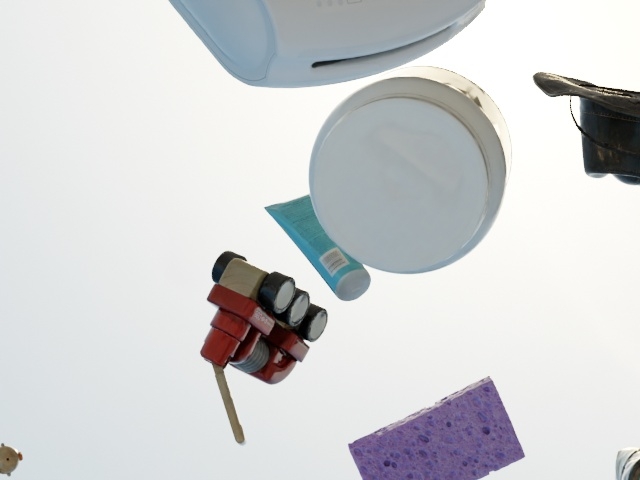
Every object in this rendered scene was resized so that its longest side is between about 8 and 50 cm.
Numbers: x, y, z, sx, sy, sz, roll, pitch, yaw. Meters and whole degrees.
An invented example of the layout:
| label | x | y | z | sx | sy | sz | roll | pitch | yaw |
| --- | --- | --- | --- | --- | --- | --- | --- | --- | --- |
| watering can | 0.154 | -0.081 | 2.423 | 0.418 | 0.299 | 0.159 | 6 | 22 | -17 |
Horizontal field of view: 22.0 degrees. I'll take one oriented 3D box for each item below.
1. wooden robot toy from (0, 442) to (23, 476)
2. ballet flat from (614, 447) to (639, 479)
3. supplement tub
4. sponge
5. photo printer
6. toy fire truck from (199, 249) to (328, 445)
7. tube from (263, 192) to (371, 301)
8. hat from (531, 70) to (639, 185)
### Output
| label | x | y | z | sx | sy | sz | roll | pitch | yaw |
| --- | --- | --- | --- | --- | --- | --- | --- | --- | --- |
| wooden robot toy | -0.412 | 0.269 | 2.042 | 0.079 | 0.076 | 0.173 | -11 | -100 | -22 |
| ballet flat | 0.462 | 0.325 | 2.248 | 0.096 | 0.095 | 0.280 | 11 | -178 | 39 |
| supplement tub | 0.109 | -0.085 | 1.936 | 0.228 | 0.228 | 0.316 | 35 | -168 | 2 |
| sponge | 0.150 | 0.273 | 2.132 | 0.031 | 0.210 | 0.117 | -123 | 8 | -76 |
| photo printer | -0.025 | -0.254 | 1.295 | 0.256 | 0.107 | 0.307 | -22 | -117 | -35 |
| toy fire truck | -0.102 | 0.173 | 2.422 | 0.158 | 0.246 | 0.217 | 23 | 169 | 27 |
| tube | 0.000 | 0.000 | 2.206 | 0.080 | 0.052 | 0.207 | -15 | -138 | -19 |
| hat | 0.426 | -0.134 | 2.195 | 0.331 | 0.134 | 0.331 | 7 | -168 | -2 |
